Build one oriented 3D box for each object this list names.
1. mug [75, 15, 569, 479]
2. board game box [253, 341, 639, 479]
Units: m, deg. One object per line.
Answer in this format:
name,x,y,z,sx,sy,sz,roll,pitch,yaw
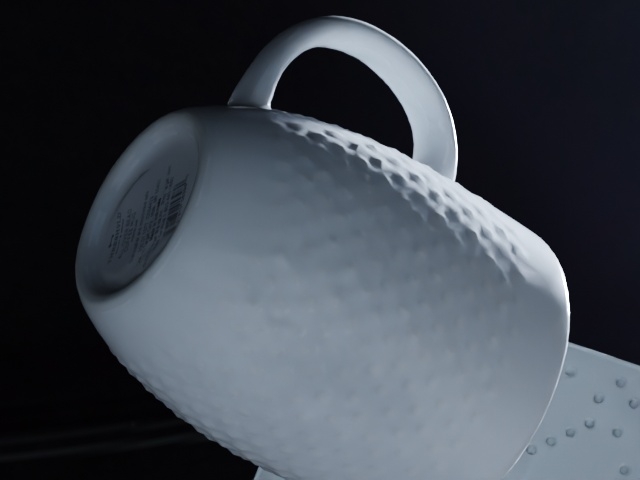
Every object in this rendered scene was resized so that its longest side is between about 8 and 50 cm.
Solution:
mug,0.000,0.000,1.364,0.328,0.374,0.276,29,-22,-30
board game box,0.136,0.265,1.796,0.390,0.390,0.050,18,-22,12
